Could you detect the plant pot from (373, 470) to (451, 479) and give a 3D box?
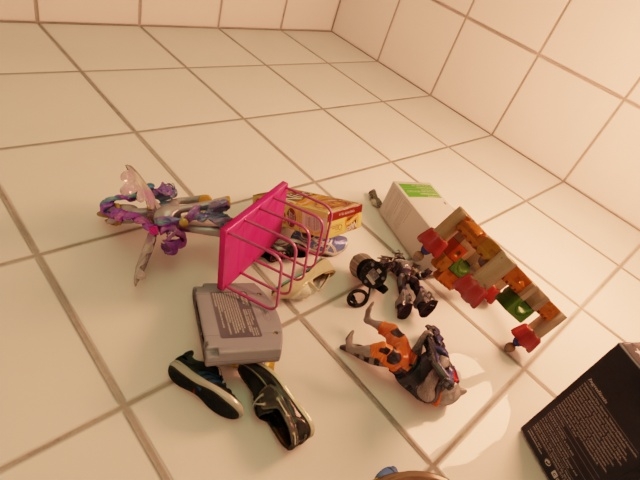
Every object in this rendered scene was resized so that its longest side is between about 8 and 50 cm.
[{"bbox_3d":[0.193,0.533,0.737,0.322,0.280,0.324,4,57,-7],"label":"plant pot"}]

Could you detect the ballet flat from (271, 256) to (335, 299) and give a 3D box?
[{"bbox_3d":[-0.040,0.125,1.355,0.086,0.086,0.248,37,40,19],"label":"ballet flat"}]

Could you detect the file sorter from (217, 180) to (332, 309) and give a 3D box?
[{"bbox_3d":[-0.112,0.014,1.235,0.182,0.202,0.291,25,40,16],"label":"file sorter"}]

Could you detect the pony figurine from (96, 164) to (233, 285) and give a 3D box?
[{"bbox_3d":[-0.429,-0.058,1.275,0.363,0.303,0.351,-2,11,-21],"label":"pony figurine"}]

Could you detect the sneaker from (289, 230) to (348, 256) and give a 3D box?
[{"bbox_3d":[0.000,0.000,1.510,0.211,0.081,0.080,-1,43,-25],"label":"sneaker"}]

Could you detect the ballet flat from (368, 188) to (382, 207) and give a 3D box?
[{"bbox_3d":[0.217,-0.161,1.843,0.041,0.041,0.114,4,41,-21],"label":"ballet flat"}]

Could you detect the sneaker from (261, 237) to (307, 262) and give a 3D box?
[{"bbox_3d":[-0.131,0.039,1.427,0.178,0.072,0.077,5,44,0],"label":"sneaker"}]

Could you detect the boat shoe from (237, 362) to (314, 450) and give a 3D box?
[{"bbox_3d":[-0.114,0.359,1.031,0.079,0.084,0.233,-20,56,-45],"label":"boat shoe"}]

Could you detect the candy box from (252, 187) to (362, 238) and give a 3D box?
[{"bbox_3d":[-0.046,-0.095,1.488,0.316,0.088,0.182,17,22,35],"label":"candy box"}]

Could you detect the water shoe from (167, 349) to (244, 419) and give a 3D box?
[{"bbox_3d":[-0.243,0.315,1.034,0.203,0.073,0.080,31,37,11],"label":"water shoe"}]

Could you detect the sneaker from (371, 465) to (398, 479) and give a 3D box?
[{"bbox_3d":[0.195,0.561,0.946,0.082,0.069,0.209,-13,49,-40],"label":"sneaker"}]

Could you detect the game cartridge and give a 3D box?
[{"bbox_3d":[-0.204,0.200,1.147,0.197,0.062,0.297,6,23,-24],"label":"game cartridge"}]

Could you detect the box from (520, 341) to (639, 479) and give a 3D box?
[{"bbox_3d":[0.736,0.431,1.082,0.293,0.396,0.212,3,41,-21],"label":"box"}]

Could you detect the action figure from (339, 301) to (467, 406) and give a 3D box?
[{"bbox_3d":[0.235,0.313,1.236,0.330,0.179,0.341,37,13,9],"label":"action figure"}]

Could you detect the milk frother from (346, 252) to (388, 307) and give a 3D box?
[{"bbox_3d":[0.125,0.122,1.420,0.143,0.129,0.135,-22,11,-7],"label":"milk frother"}]

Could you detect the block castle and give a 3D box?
[{"bbox_3d":[0.490,0.130,1.372,0.453,0.213,0.303,34,19,-37],"label":"block castle"}]

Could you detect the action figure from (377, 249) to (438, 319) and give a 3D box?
[{"bbox_3d":[0.281,0.123,1.485,0.185,0.099,0.285,6,37,-11],"label":"action figure"}]

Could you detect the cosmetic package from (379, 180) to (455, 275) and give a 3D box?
[{"bbox_3d":[0.395,-0.047,1.690,0.196,0.155,0.366,-2,43,-30],"label":"cosmetic package"}]

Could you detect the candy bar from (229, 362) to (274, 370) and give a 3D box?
[{"bbox_3d":[-0.191,0.296,1.125,0.161,0.018,0.040,14,39,-10],"label":"candy bar"}]
